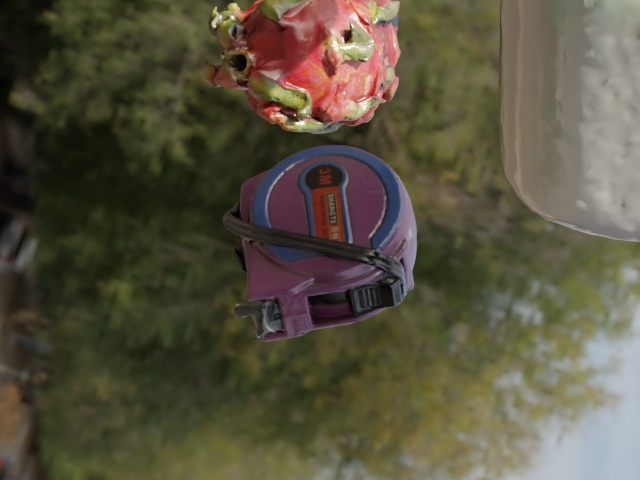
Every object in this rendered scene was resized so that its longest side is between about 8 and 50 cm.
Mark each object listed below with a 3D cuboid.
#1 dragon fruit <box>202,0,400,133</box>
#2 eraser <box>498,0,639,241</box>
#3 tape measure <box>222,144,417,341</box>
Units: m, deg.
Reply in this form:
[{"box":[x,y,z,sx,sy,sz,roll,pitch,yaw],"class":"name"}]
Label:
[{"box":[-0.016,-0.182,1.775,0.160,0.167,0.172,-20,175,42],"class":"dragon fruit"},{"box":[0.224,-0.103,0.828,0.331,0.331,0.150,-71,165,-48],"class":"eraser"},{"box":[0.000,0.000,1.219,0.074,0.125,0.118,82,2,-52],"class":"tape measure"}]
